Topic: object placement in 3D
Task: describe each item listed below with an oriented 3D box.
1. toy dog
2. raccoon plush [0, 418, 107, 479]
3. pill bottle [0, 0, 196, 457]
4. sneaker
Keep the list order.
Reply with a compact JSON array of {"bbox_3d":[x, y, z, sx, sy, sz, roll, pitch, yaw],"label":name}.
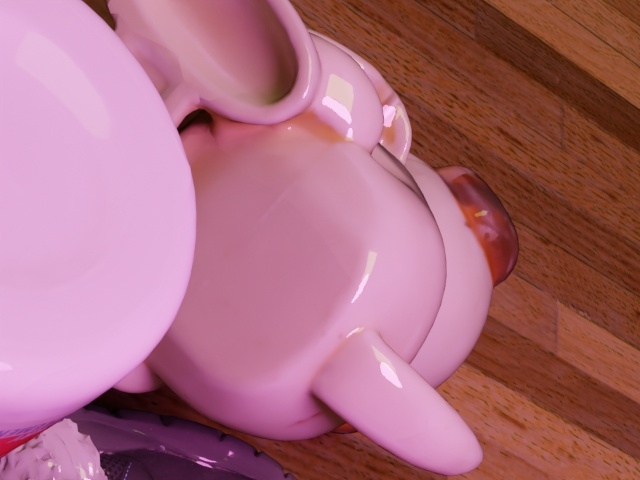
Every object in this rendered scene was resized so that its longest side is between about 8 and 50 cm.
[{"bbox_3d":[0.000,0.000,1.199,0.395,0.284,0.408,32,3,20],"label":"toy dog"},{"bbox_3d":[-0.240,0.324,0.892,0.299,0.216,0.446,2,56,-36],"label":"raccoon plush"},{"bbox_3d":[-0.264,0.041,0.859,0.229,0.407,0.229,23,52,-33],"label":"pill bottle"},{"bbox_3d":[-0.156,0.170,1.129,0.341,0.125,0.140,23,70,-28],"label":"sneaker"}]
